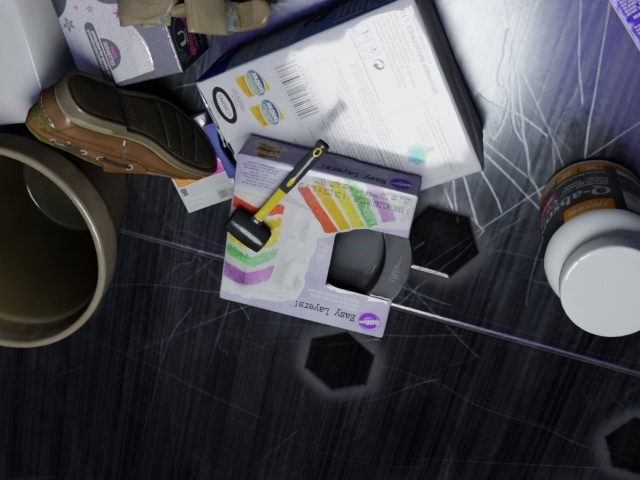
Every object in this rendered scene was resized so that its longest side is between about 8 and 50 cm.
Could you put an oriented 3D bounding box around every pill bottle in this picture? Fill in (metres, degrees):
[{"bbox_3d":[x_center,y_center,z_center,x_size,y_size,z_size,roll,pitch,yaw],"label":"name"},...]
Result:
[{"bbox_3d":[0.391,0.006,1.268,0.162,0.278,0.162,4,116,9],"label":"pill bottle"}]

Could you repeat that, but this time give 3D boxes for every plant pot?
[{"bbox_3d":[-0.433,-0.044,1.407,0.323,0.280,0.323,5,117,10],"label":"plant pot"}]

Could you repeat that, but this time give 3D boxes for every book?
[{"bbox_3d":[-0.197,-0.124,1.461,0.096,0.035,0.144,-17,111,15],"label":"book"}]

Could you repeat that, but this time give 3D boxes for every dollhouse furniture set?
[{"bbox_3d":[-0.143,-0.397,1.197,0.160,0.212,0.242,-3,95,33],"label":"dollhouse furniture set"}]

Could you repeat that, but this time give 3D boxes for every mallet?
[{"bbox_3d":[-0.047,-0.057,1.226,0.189,0.039,0.062,-39,104,23],"label":"mallet"}]

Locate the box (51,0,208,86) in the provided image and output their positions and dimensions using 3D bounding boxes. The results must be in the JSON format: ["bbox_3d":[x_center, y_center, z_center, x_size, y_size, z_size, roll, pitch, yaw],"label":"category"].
[{"bbox_3d":[-0.287,-0.357,1.303,0.163,0.142,0.247,-10,113,15],"label":"box"}]

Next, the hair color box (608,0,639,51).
[{"bbox_3d":[0.419,-0.323,1.155,0.110,0.185,0.339,-29,106,24],"label":"hair color box"}]

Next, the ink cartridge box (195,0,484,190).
[{"bbox_3d":[0.006,-0.180,1.325,0.395,0.151,0.270,-19,112,18],"label":"ink cartridge box"}]

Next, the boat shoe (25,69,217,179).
[{"bbox_3d":[-0.284,-0.154,1.328,0.104,0.111,0.307,-29,147,27],"label":"boat shoe"}]

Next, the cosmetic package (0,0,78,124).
[{"bbox_3d":[-0.457,-0.366,1.304,0.155,0.197,0.366,-4,113,13],"label":"cosmetic package"}]

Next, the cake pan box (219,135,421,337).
[{"bbox_3d":[0.000,0.000,1.302,0.266,0.070,0.246,15,122,4],"label":"cake pan box"}]
